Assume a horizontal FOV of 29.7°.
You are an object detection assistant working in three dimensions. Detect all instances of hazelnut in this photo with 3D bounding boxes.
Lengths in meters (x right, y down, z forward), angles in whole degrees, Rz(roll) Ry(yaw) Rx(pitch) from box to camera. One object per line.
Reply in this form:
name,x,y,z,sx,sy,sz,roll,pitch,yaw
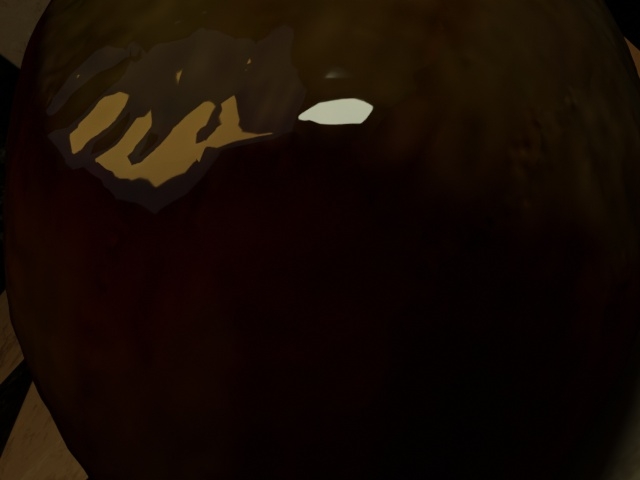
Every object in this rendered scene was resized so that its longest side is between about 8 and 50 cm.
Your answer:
hazelnut,0.000,0.000,0.664,0.421,0.352,0.421,-170,90,-70

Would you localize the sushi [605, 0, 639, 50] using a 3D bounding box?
sushi,0.236,-0.240,0.728,0.227,0.212,0.215,-58,19,-13
